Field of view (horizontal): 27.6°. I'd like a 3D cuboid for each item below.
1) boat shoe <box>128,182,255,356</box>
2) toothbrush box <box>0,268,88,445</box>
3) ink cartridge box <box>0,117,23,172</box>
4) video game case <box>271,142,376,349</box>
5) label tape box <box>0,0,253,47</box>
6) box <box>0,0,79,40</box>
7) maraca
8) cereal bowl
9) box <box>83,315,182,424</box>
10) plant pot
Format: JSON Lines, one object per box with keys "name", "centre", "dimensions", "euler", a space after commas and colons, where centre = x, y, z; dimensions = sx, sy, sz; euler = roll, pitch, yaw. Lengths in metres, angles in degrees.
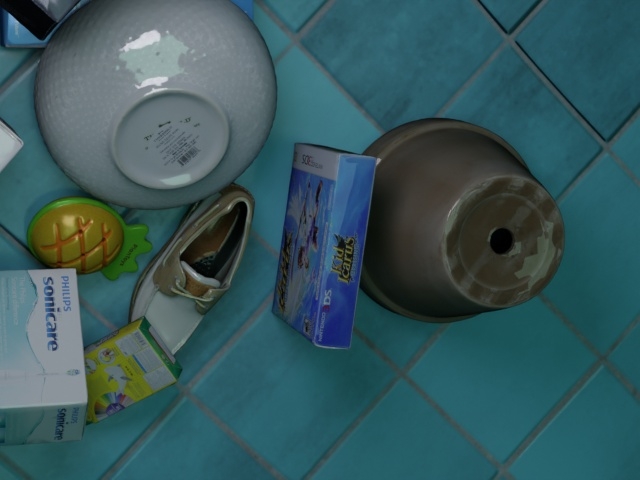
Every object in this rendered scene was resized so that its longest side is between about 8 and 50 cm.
{"name": "boat shoe", "centre": [-0.192, 0.052, 1.910], "dimensions": [0.113, 0.103, 0.302], "euler": [24, 92, -20]}
{"name": "toothbrush box", "centre": [-0.475, 0.162, 1.779], "dimensions": [0.295, 0.126, 0.216], "euler": [-3, 57, -16]}
{"name": "ink cartridge box", "centre": [-0.501, -0.098, 1.707], "dimensions": [0.117, 0.278, 0.201], "euler": [42, 86, -17]}
{"name": "video game case", "centre": [0.000, 0.000, 1.885], "dimensions": [0.061, 0.244, 0.269], "euler": [6, 96, -16]}
{"name": "label tape box", "centre": [-0.274, -0.394, 1.821], "dimensions": [0.348, 0.115, 0.249], "euler": [-3, 98, -18]}
{"name": "box", "centre": [-0.284, -0.435, 1.591], "dimensions": [0.179, 0.312, 0.343], "euler": [43, 82, -16]}
{"name": "maraca", "centre": [-0.330, -0.001, 1.868], "dimensions": [0.186, 0.099, 0.127], "euler": [21, 119, -34]}
{"name": "cereal bowl", "centre": [-0.216, -0.175, 1.781], "dimensions": [0.339, 0.141, 0.339], "euler": [-9, 127, -12]}
{"name": "box", "centre": [-0.303, 0.195, 1.902], "dimensions": [0.179, 0.043, 0.105], "euler": [-28, 107, 17]}
{"name": "plant pot", "centre": [0.214, -0.016, 1.928], "dimensions": [0.323, 0.280, 0.323], "euler": [-2, 98, -15]}
